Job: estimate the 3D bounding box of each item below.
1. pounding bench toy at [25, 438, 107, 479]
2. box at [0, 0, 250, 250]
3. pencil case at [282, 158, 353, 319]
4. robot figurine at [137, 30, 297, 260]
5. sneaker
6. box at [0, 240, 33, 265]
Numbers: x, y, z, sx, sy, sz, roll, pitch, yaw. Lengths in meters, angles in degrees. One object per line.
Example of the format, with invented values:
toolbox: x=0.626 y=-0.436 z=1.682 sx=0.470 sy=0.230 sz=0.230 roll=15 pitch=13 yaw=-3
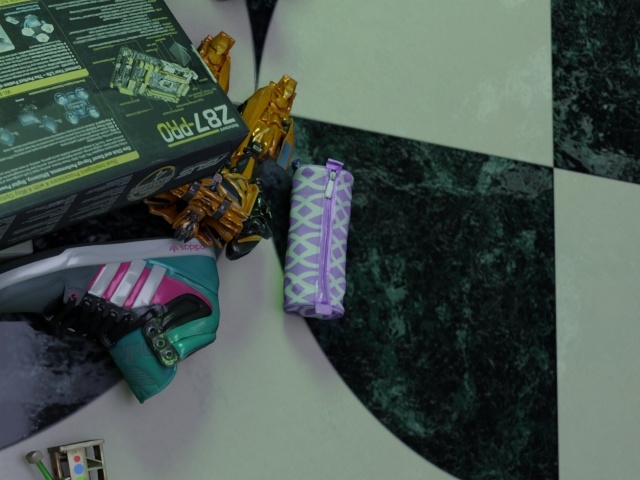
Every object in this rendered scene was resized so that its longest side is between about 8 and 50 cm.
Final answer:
pounding bench toy: x=-0.285 y=0.262 z=1.337 sx=0.083 sy=0.052 sz=0.065 roll=-6 pitch=83 yaw=-30
box: x=-0.304 y=-0.169 z=1.216 sx=0.395 sy=0.097 sz=0.318 roll=-26 pitch=76 yaw=-45
pencil case: x=0.000 y=0.000 z=1.532 sx=0.086 sy=0.088 sz=0.206 roll=9 pitch=76 yaw=-26
robot figurine: x=-0.124 y=-0.115 z=1.446 sx=0.211 sy=0.085 sz=0.291 roll=31 pitch=45 yaw=-19
sneaker: x=-0.238 y=0.101 z=1.363 sx=0.295 sy=0.124 sz=0.178 roll=-7 pitch=74 yaw=-32
box: x=-0.397 y=-0.108 z=1.326 sx=0.113 sy=0.094 sz=0.275 roll=-5 pitch=82 yaw=-32
